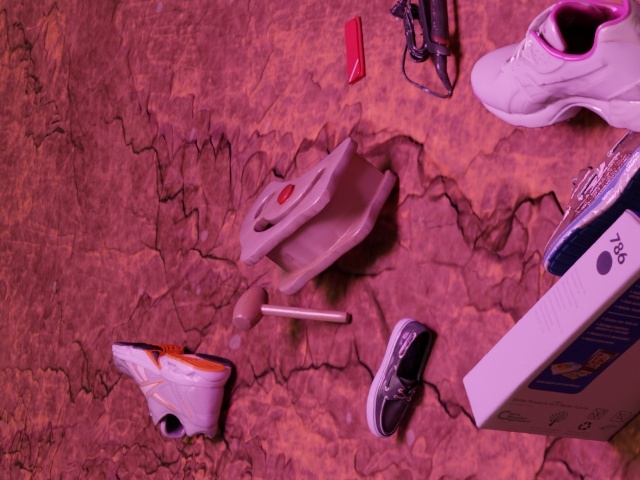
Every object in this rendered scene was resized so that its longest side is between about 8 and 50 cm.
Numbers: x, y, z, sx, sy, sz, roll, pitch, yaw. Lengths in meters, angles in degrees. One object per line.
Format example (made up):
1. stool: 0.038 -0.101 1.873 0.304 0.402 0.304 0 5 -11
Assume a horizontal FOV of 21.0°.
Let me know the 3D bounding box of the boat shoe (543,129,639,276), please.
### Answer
1. boat shoe: 0.281 -0.040 1.698 0.183 0.066 0.066 -48 39 26

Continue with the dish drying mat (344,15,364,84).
1. dish drying mat: 0.042 -0.238 2.166 0.032 0.008 0.083 -32 56 51

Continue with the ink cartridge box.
1. ink cartridge box: 0.287 0.066 1.559 0.333 0.165 0.065 -49 43 39

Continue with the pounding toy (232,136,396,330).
1. pounding toy: 0.000 0.000 2.116 0.269 0.155 0.154 -38 22 35

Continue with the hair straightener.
1. hair straightener: 0.123 -0.270 2.025 0.089 0.047 0.230 -29 63 52

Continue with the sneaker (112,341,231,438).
1. sneaker: -0.218 0.207 2.383 0.262 0.099 0.121 10 95 59

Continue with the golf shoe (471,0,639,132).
1. golf shoe: 0.243 -0.186 1.699 0.306 0.140 0.115 6 55 55

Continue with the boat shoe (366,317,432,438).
1. boat shoe: 0.090 0.158 1.953 0.040 0.049 0.142 22 98 57
